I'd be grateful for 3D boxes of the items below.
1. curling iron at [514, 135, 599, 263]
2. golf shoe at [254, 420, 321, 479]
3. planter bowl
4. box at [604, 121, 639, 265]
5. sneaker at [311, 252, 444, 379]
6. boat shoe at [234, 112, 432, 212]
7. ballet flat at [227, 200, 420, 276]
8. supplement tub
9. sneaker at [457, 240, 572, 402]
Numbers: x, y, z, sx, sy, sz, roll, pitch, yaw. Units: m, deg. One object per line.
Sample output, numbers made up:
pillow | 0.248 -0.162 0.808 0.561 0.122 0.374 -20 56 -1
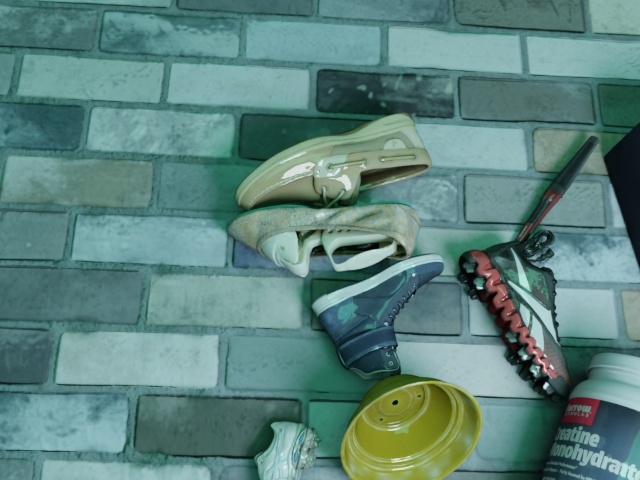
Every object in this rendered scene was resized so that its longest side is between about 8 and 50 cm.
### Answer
curling iron | 0.419 -0.072 1.256 0.068 0.035 0.274 30 74 9
golf shoe | -0.065 0.359 1.080 0.086 0.069 0.176 13 67 22
planter bowl | 0.124 0.268 1.075 0.217 0.217 0.090 -13 31 -8
box | 0.711 -0.062 1.198 0.343 0.179 0.313 -8 74 -7
sneaker | 0.121 0.127 1.140 0.226 0.086 0.163 -25 68 -5
boat shoe | 0.026 -0.109 1.198 0.341 0.122 0.110 -23 74 -12
ballet flat | 0.000 0.000 1.139 0.315 0.108 0.106 -6 58 11
supplement tub | 0.437 0.323 1.047 0.191 0.191 0.272 25 72 5
sneaker | 0.340 0.118 1.155 0.135 0.098 0.276 -26 74 -8
